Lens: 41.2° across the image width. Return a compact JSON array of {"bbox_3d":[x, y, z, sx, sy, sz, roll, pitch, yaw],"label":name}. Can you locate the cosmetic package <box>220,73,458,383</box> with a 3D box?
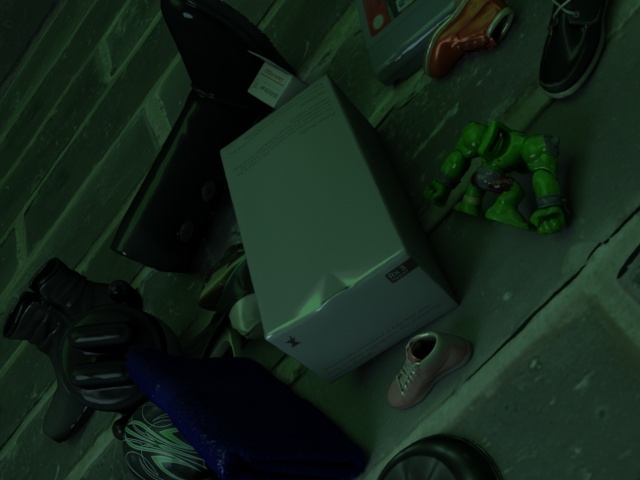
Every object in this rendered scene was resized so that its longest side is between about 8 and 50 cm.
[{"bbox_3d":[0.011,-0.026,1.181,0.217,0.156,0.385,-32,46,16],"label":"cosmetic package"}]

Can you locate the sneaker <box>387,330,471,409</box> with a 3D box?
[{"bbox_3d":[0.116,0.156,1.047,0.134,0.070,0.051,-43,43,27],"label":"sneaker"}]

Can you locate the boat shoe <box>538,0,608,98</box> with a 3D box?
[{"bbox_3d":[0.316,-0.293,1.073,0.084,0.079,0.233,9,77,50],"label":"boat shoe"}]

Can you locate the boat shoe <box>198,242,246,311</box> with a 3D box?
[{"bbox_3d":[-0.129,0.038,1.403,0.223,0.080,0.073,-39,48,35],"label":"boat shoe"}]

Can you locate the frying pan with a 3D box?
[{"bbox_3d":[0.076,0.345,1.003,0.326,0.053,0.197,-32,46,30],"label":"frying pan"}]

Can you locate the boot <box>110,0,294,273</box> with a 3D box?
[{"bbox_3d":[-0.241,-0.170,1.447,0.146,0.367,0.445,31,91,27],"label":"boot"}]

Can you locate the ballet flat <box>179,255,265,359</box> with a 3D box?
[{"bbox_3d":[-0.128,0.139,1.342,0.280,0.095,0.096,-56,46,27],"label":"ballet flat"}]

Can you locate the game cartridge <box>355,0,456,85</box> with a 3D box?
[{"bbox_3d":[0.146,-0.406,1.367,0.196,0.060,0.294,-34,46,28],"label":"game cartridge"}]

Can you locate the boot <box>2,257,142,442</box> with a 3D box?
[{"bbox_3d":[-0.516,0.210,1.643,0.118,0.222,0.338,21,85,53],"label":"boot"}]

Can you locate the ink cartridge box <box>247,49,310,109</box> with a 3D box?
[{"bbox_3d":[-0.044,-0.230,1.376,0.062,0.181,0.104,-59,37,6],"label":"ink cartridge box"}]

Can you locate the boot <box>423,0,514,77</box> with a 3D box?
[{"bbox_3d":[0.209,-0.285,1.213,0.084,0.059,0.158,49,125,24],"label":"boot"}]

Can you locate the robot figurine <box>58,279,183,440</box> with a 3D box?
[{"bbox_3d":[-0.317,0.194,1.388,0.173,0.278,0.209,32,81,9],"label":"robot figurine"}]

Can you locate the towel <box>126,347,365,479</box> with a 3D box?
[{"bbox_3d":[-0.110,0.240,1.142,0.308,0.227,0.076,27,103,53],"label":"towel"}]

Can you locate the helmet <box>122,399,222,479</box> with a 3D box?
[{"bbox_3d":[-0.208,0.305,1.266,0.169,0.161,0.169,-28,49,38],"label":"helmet"}]

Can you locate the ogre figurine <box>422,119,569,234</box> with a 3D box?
[{"bbox_3d":[0.221,-0.081,1.044,0.197,0.097,0.118,25,101,64],"label":"ogre figurine"}]
